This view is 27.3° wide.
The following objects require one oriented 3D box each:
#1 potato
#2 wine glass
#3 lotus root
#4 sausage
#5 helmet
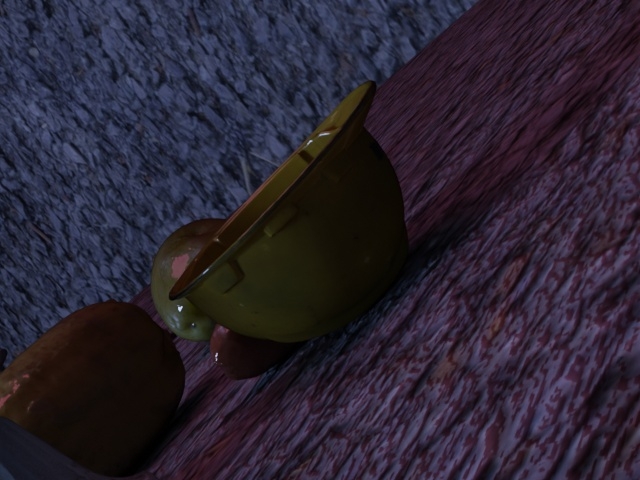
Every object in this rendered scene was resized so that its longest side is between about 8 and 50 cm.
[{"bbox_3d":[-0.150,0.057,1.713,0.157,0.157,0.194,-39,21,27],"label":"potato"},{"bbox_3d":[-0.241,0.200,1.085,0.165,0.196,0.165,-40,8,7],"label":"wine glass"},{"bbox_3d":[-0.274,0.197,1.365,0.151,0.169,0.342,0,35,43],"label":"lotus root"},{"bbox_3d":[-0.029,0.055,1.250,0.194,0.077,0.077,-45,7,-17],"label":"sausage"},{"bbox_3d":[0.000,0.000,1.143,0.257,0.140,0.205,-44,8,0],"label":"helmet"}]
